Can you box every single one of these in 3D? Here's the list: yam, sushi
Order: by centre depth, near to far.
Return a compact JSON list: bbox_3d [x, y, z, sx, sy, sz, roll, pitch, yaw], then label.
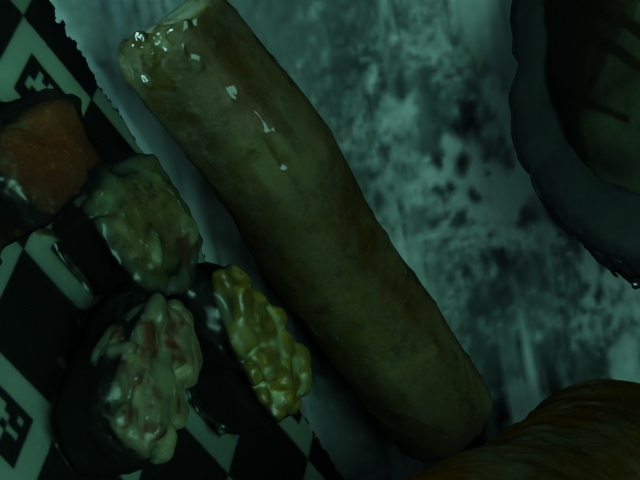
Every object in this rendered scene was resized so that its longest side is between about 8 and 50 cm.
[{"bbox_3d":[-0.057,0.042,0.604,0.279,0.043,0.192,61,30,-17],"label":"sushi"},{"bbox_3d":[0.000,0.000,0.672,0.057,0.056,0.241,-49,125,-20],"label":"yam"}]

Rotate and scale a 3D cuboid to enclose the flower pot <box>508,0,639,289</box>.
[{"bbox_3d":[0.256,-0.062,0.741,0.267,0.266,0.267,29,77,-41],"label":"flower pot"}]

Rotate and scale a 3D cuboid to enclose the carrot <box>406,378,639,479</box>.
[{"bbox_3d":[0.068,0.135,0.631,0.302,0.138,0.139,-34,113,-58],"label":"carrot"}]
